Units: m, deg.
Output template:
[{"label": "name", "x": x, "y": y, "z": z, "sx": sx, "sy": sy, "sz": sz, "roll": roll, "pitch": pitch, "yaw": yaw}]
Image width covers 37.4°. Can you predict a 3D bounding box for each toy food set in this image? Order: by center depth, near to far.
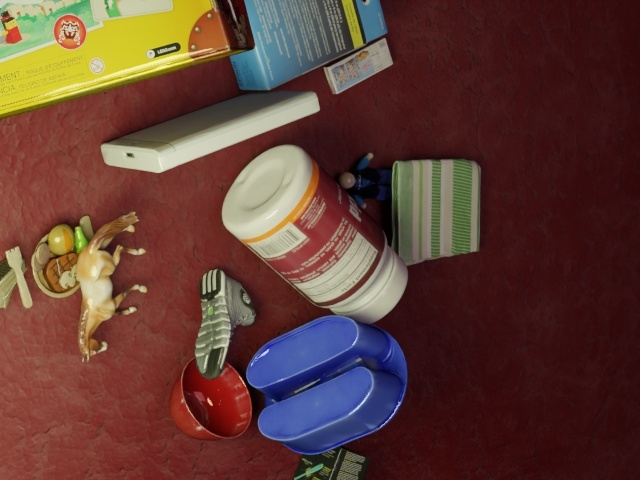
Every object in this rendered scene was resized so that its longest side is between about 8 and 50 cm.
[{"label": "toy food set", "x": -0.467, "y": 0.039, "z": 1.716, "sx": 0.192, "sy": 0.038, "sz": 0.132, "roll": -33, "pitch": 117, "yaw": -48}]

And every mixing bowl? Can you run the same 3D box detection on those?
[{"label": "mixing bowl", "x": -0.237, "y": 0.333, "z": 1.912, "sx": 0.181, "sy": 0.098, "sz": 0.181, "roll": 33, "pitch": 37, "yaw": -30}]

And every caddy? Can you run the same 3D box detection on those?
[{"label": "caddy", "x": 0.014, "y": 0.303, "z": 1.977, "sx": 0.179, "sy": 0.341, "sz": 0.241, "roll": 33, "pitch": 36, "yaw": -57}]

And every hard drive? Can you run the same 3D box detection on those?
[{"label": "hard drive", "x": -0.207, "y": -0.213, "z": 1.787, "sx": 0.353, "sy": 0.233, "sz": 0.047, "roll": -25, "pitch": 111, "yaw": -32}]

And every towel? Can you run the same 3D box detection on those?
[{"label": "towel", "x": 0.281, "y": -0.074, "z": 2.281, "sx": 0.324, "sy": 0.038, "sz": 0.248, "roll": -8, "pitch": 102, "yaw": -44}]

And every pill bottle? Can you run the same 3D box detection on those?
[{"label": "pill bottle", "x": 0.000, "y": 0.000, "z": 1.985, "sx": 0.392, "sy": 0.224, "sz": 0.224, "roll": 43, "pitch": 71, "yaw": -34}]

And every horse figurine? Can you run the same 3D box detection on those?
[{"label": "horse figurine", "x": -0.394, "y": 0.073, "z": 1.752, "sx": 0.174, "sy": 0.066, "sz": 0.263, "roll": -26, "pitch": 127, "yaw": -53}]

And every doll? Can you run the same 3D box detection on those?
[{"label": "doll", "x": 0.114, "y": -0.136, "z": 2.163, "sx": 0.189, "sy": 0.046, "sz": 0.129, "roll": 0, "pitch": 97, "yaw": -40}]

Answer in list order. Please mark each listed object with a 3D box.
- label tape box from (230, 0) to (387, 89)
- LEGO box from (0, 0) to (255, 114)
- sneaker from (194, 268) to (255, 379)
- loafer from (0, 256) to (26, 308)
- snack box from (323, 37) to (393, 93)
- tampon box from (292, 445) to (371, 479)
[{"label": "label tape box", "x": -0.044, "y": -0.486, "z": 1.952, "sx": 0.347, "sy": 0.115, "sz": 0.249, "roll": -32, "pitch": 115, "yaw": -33}, {"label": "LEGO box", "x": -0.395, "y": -0.404, "z": 1.423, "sx": 0.500, "sy": 0.193, "sz": 0.373, "roll": -13, "pitch": 99, "yaw": 9}, {"label": "sneaker", "x": -0.181, "y": 0.179, "z": 1.934, "sx": 0.132, "sy": 0.086, "sz": 0.229, "roll": 26, "pitch": 58, "yaw": -46}, {"label": "loafer", "x": -0.571, "y": 0.091, "z": 1.671, "sx": 0.148, "sy": 0.056, "sz": 0.050, "roll": -52, "pitch": 134, "yaw": -22}, {"label": "snack box", "x": 0.087, "y": -0.391, "z": 2.119, "sx": 0.178, "sy": 0.022, "sz": 0.064, "roll": -32, "pitch": 116, "yaw": -30}, {"label": "tampon box", "x": 0.018, "y": 0.541, "z": 2.144, "sx": 0.101, "sy": 0.120, "sz": 0.161, "roll": 28, "pitch": 80, "yaw": -36}]
